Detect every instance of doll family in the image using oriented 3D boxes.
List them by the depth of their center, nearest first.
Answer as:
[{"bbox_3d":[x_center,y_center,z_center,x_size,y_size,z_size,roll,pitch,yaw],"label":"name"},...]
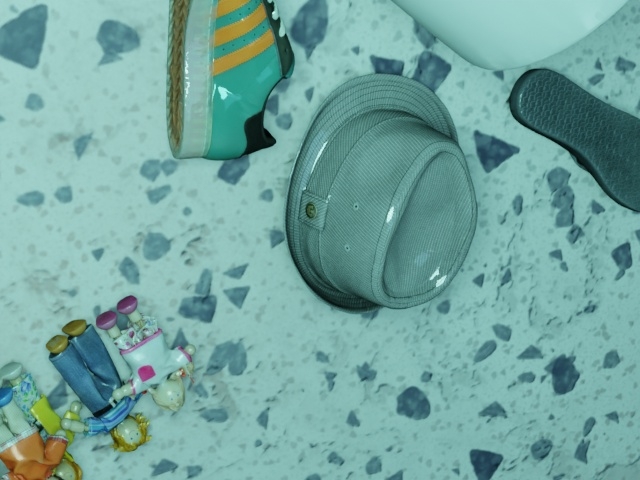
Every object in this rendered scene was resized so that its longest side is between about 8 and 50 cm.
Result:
[{"bbox_3d":[-0.261,0.182,1.275,0.263,0.118,0.163,-37,113,-26],"label":"doll family"}]

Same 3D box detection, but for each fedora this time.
[{"bbox_3d":[0.088,-0.036,1.285,0.243,0.124,0.275,11,101,-37],"label":"fedora"}]

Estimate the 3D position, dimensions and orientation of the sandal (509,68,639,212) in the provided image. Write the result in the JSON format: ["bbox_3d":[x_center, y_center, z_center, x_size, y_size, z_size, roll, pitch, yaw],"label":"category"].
[{"bbox_3d":[0.333,-0.126,1.420,0.254,0.054,0.097,36,86,-19],"label":"sandal"}]

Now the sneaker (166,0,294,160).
[{"bbox_3d":[-0.085,-0.226,1.186,0.121,0.108,0.302,-3,118,-21],"label":"sneaker"}]

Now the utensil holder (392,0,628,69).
[{"bbox_3d":[0.112,-0.390,1.082,0.385,0.327,0.328,35,94,-31],"label":"utensil holder"}]
